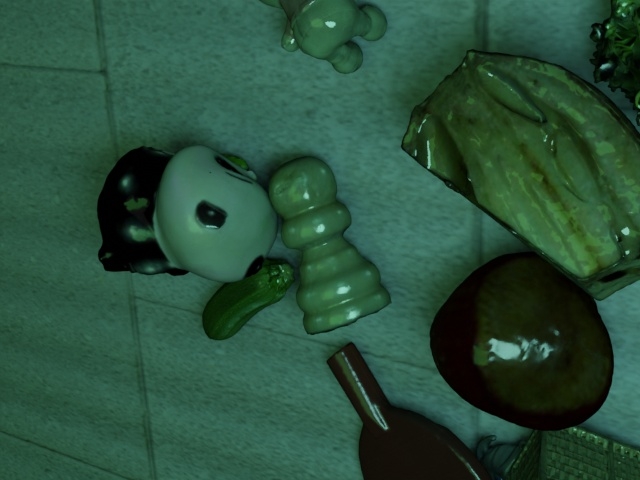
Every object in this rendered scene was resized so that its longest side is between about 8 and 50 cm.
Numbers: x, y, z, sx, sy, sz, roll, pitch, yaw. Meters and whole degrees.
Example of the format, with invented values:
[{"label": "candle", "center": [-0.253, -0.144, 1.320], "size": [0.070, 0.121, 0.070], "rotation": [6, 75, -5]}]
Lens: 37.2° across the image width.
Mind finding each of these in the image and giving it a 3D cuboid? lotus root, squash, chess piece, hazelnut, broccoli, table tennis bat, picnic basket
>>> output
[{"label": "lotus root", "center": [0.259, -0.071, 1.065], "size": [0.210, 0.142, 0.314], "rotation": [-44, 71, 20]}, {"label": "squash", "center": [-0.119, 0.091, 1.500], "size": [0.219, 0.068, 0.077], "rotation": [-36, 71, 38]}, {"label": "chess piece", "center": [0.000, 0.000, 1.354], "size": [0.133, 0.133, 0.243], "rotation": [-19, 93, 37]}, {"label": "hazelnut", "center": [0.255, 0.135, 1.190], "size": [0.229, 0.229, 0.230], "rotation": [13, 115, 30]}, {"label": "broccoli", "center": [0.378, -0.186, 0.988], "size": [0.198, 0.176, 0.226], "rotation": [29, 117, 21]}, {"label": "table tennis bat", "center": [0.136, 0.340, 1.413], "size": [0.415, 0.051, 0.268], "rotation": [57, 142, 8]}, {"label": "picnic basket", "center": [0.340, 0.346, 1.214], "size": [0.196, 0.134, 0.154], "rotation": [20, 123, 1]}]

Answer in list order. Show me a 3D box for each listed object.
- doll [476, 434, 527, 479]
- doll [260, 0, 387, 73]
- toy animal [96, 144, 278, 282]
[{"label": "doll", "center": [0.256, 0.343, 1.350], "size": [0.104, 0.062, 0.195], "rotation": [57, 143, 36]}, {"label": "doll", "center": [-0.027, -0.344, 1.237], "size": [0.155, 0.113, 0.275], "rotation": [-37, 87, 41]}, {"label": "toy animal", "center": [-0.189, -0.045, 1.419], "size": [0.266, 0.212, 0.213], "rotation": [0, 108, 30]}]
